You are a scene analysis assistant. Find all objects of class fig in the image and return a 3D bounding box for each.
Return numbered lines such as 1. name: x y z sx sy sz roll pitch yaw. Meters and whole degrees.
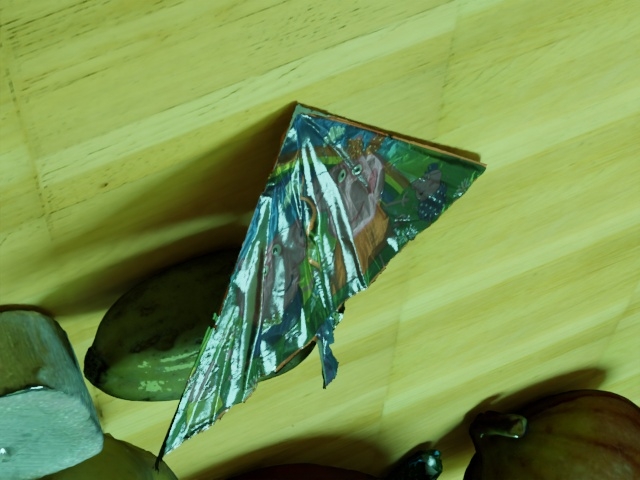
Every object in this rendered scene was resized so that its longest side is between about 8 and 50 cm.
1. fig: 0.242 0.254 1.947 0.235 0.214 0.235 -58 169 -18

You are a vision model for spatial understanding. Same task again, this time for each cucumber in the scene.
1. cucumber: 0.055 0.282 2.005 0.044 0.043 0.256 -13 157 -43

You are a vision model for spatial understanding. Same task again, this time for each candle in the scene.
1. candle: -0.211 0.115 1.231 0.168 0.068 0.192 4 147 -48

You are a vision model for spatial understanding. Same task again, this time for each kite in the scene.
1. kite: 0.000 0.000 1.170 0.321 0.016 0.234 -42 142 -29

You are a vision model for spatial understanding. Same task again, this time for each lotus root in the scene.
1. lotus root: -0.068 0.052 1.228 0.179 0.080 0.089 -13 136 -23

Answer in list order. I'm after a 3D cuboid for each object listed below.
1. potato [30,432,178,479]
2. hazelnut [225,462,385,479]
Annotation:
1. potato: -0.197 0.236 1.359 0.243 0.242 0.285 -27 164 3
2. hazelnut: 0.019 0.378 1.784 0.359 0.359 0.409 -31 162 15
